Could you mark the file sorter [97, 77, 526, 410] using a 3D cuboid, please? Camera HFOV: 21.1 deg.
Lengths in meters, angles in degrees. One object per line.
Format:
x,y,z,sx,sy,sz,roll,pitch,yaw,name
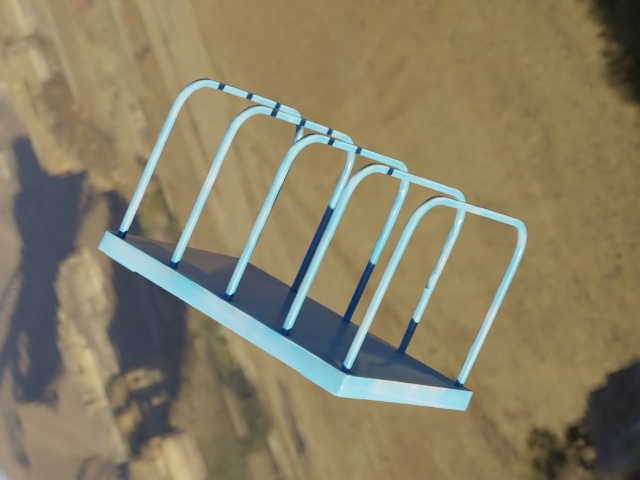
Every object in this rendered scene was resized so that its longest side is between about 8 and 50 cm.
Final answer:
0.000,0.000,0.872,0.170,0.104,0.118,28,-172,34,file sorter
